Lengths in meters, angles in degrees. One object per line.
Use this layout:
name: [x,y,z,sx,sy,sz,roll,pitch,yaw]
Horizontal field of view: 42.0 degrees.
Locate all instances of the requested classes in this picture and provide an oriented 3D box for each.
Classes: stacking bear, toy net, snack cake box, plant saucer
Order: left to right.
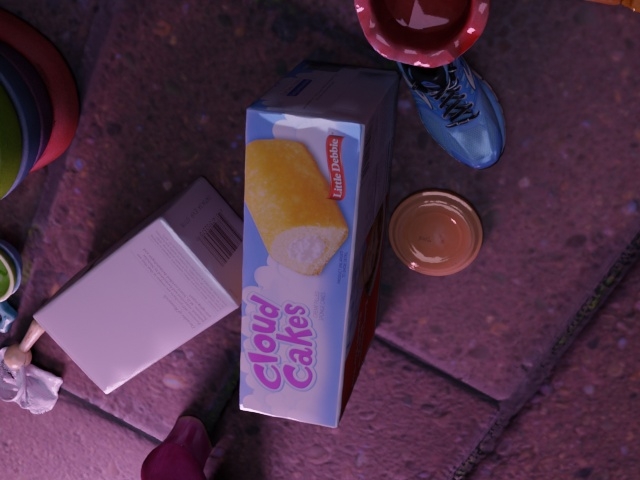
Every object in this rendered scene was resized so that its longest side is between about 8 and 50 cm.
stacking bear: [-0.330,-0.079,0.657,0.164,0.289,0.175,8,117,11]
toy net: [-0.348,0.098,0.886,0.122,0.045,0.232,0,115,14]
snack cake box: [0.000,0.000,0.690,0.089,0.152,0.264,9,116,11]
plant saucer: [0.102,-0.005,0.739,0.084,0.013,0.083,6,116,12]

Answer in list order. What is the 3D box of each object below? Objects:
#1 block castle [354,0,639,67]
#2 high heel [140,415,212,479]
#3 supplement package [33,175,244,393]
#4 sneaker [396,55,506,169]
block castle: [0.184,-0.299,0.428,0.303,0.212,0.453,12,127,8]
high heel: [-0.127,0.316,0.893,0.082,0.117,0.244,-4,114,16]
supplement package: [-0.155,0.042,0.776,0.179,0.105,0.105,-34,103,25]
sneaker: [0.090,-0.121,0.652,0.063,0.073,0.162,-27,106,24]
